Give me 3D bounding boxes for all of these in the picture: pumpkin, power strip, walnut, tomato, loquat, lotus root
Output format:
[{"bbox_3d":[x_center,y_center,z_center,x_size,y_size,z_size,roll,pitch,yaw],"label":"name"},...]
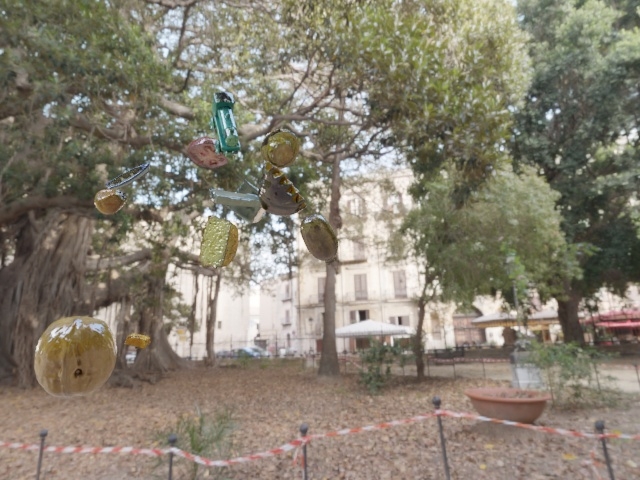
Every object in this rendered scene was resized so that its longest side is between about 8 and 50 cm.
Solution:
[{"bbox_3d":[-0.714,0.398,1.619,0.083,0.054,0.074,14,-5,-4],"label":"pumpkin"},{"bbox_3d":[-0.398,-0.201,1.990,0.285,0.080,0.048,1,-58,-41],"label":"power strip"},{"bbox_3d":[-0.172,-0.175,1.618,0.254,0.149,0.130,48,-3,-21],"label":"pumpkin"},{"bbox_3d":[-0.664,0.313,1.127,0.195,0.222,0.195,12,16,-3],"label":"walnut"},{"bbox_3d":[-0.601,-0.486,2.230,0.224,0.085,0.225,1,-28,1],"label":"tomato"},{"bbox_3d":[-0.956,-0.182,1.883,0.137,0.113,0.137,-17,18,6],"label":"loquat"},{"bbox_3d":[0.000,0.000,1.838,0.145,0.260,0.128,-18,23,15],"label":"lotus root"}]

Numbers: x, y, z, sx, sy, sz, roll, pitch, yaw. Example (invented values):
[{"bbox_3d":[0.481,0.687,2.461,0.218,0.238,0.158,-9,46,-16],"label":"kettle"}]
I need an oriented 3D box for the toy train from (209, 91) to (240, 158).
[{"bbox_3d":[-0.451,-0.541,1.964,0.119,0.298,0.194,-6,-29,-24],"label":"toy train"}]

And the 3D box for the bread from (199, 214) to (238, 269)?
[{"bbox_3d":[-0.434,0.013,1.811,0.143,0.229,0.139,11,-3,21],"label":"bread"}]

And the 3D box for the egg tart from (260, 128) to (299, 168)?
[{"bbox_3d":[-0.227,-0.514,2.366,0.240,0.106,0.241,-11,-52,-14],"label":"egg tart"}]

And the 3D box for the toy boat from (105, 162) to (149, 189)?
[{"bbox_3d":[-0.951,-0.315,2.058,0.228,0.080,0.046,-35,-41,-21],"label":"toy boat"}]

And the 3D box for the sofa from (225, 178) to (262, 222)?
[{"bbox_3d":[-0.404,-0.225,2.421,0.176,0.210,0.225,36,10,2],"label":"sofa"}]
